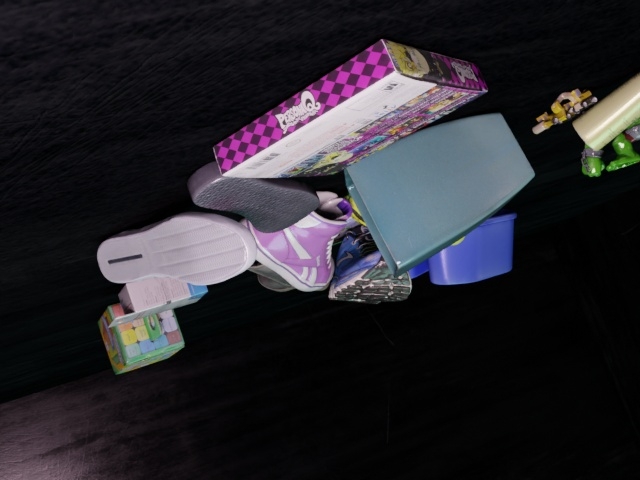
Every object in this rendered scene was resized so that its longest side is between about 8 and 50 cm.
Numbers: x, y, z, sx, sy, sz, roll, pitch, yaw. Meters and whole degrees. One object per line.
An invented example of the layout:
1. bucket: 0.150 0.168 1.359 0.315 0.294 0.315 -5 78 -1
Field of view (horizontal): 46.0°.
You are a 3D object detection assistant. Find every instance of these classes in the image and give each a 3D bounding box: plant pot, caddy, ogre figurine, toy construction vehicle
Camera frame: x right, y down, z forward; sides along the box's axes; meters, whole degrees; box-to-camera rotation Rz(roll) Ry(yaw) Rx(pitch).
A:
1. plant pot: 0.176 -0.076 1.096 0.234 0.165 0.165 -26 171 0
2. caddy: 0.285 -0.015 1.665 0.241 0.179 0.341 4 -170 41
3. ogre figurine: 0.524 -0.193 1.265 0.097 0.118 0.197 -5 162 -45
4. toy construction vehicle: 0.373 -0.203 1.161 0.098 0.035 0.086 -25 175 -26

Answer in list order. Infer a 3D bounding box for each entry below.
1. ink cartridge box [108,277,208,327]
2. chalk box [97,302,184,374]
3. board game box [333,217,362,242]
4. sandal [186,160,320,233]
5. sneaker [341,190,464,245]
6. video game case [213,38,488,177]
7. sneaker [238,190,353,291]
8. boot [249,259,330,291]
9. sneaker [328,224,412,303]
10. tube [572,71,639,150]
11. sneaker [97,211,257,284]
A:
1. ink cartridge box: -0.316 0.104 1.424 0.180 0.060 0.104 -16 171 -27
2. chalk box: -0.379 0.192 1.600 0.132 0.132 0.213 -16 169 -26
3. board game box: 0.004 -0.017 1.460 0.160 0.039 0.211 -19 170 3
4. sandal: -0.077 -0.067 0.969 0.097 0.054 0.254 -30 159 16
5. sneaker: 0.153 -0.067 1.329 0.295 0.123 0.109 6 -163 -41
6. video game case: 0.035 -0.131 0.814 0.232 0.042 0.210 -26 169 35
7. sneaker: 0.000 0.001 1.254 0.161 0.102 0.282 -27 158 14
8. boot: -0.103 0.050 1.435 0.190 0.076 0.208 -4 169 37
9. sneaker: 0.081 0.036 1.366 0.130 0.147 0.330 5 174 -10
10. tube: 0.492 -0.231 1.126 0.240 0.062 0.070 -41 -156 26
11. sneaker: -0.177 0.003 0.982 0.258 0.094 0.091 -2 -163 34
